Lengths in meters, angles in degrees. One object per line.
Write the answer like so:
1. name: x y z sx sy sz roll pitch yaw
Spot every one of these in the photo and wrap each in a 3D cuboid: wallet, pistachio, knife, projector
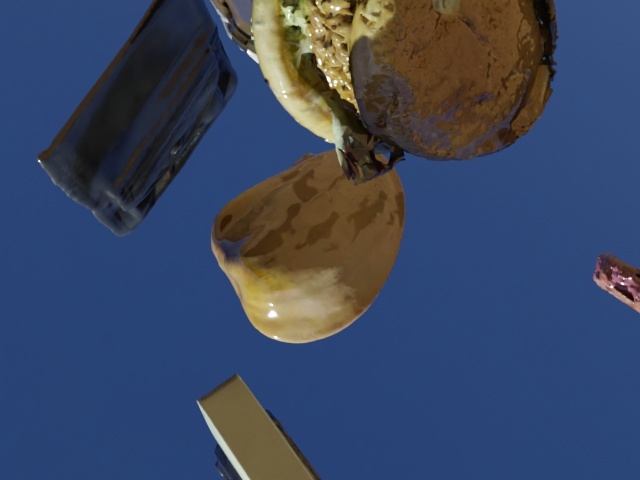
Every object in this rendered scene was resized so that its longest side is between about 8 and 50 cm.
1. wallet: -0.177 -0.128 1.333 0.041 0.323 0.247 30 -100 14
2. pistachio: 0.000 0.000 1.591 0.260 0.163 0.212 -37 -95 -5
3. knife: -0.109 -0.284 1.584 0.073 0.040 0.265 34 -166 -29
4. projector: -0.014 0.266 1.153 0.079 0.257 0.259 -34 -111 -9

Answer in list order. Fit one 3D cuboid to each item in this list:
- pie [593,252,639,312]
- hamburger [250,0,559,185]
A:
1. pie: 0.483 0.093 1.811 0.219 0.054 0.204 33 -178 20
2. hamburger: 0.079 -0.216 1.194 0.277 0.318 0.195 -32 -144 -34
